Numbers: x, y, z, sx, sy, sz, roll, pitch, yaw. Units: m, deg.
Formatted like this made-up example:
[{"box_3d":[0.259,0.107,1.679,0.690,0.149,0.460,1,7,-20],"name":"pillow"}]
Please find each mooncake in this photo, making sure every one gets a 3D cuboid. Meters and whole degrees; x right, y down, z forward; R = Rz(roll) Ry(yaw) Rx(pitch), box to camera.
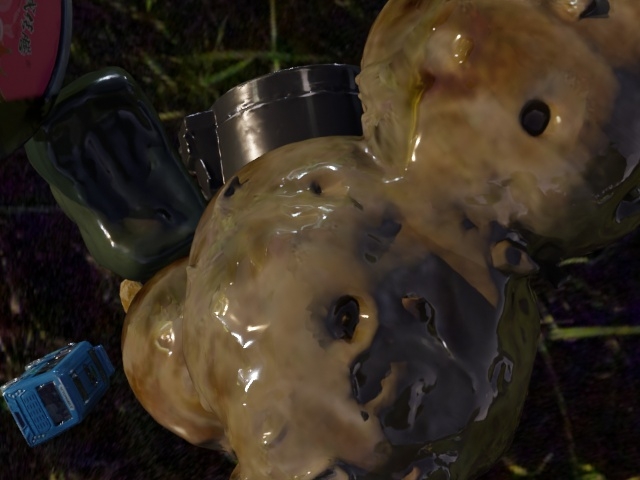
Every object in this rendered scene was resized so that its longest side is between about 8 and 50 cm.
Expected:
[{"box_3d":[-0.156,-0.049,0.845,0.104,0.168,0.175,-32,67,-20],"name":"mooncake"}]

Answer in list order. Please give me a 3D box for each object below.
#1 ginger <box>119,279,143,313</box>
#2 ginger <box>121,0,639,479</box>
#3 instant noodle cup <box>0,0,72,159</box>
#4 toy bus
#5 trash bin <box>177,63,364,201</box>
[{"box_3d":[-0.238,0.104,1.776,0.086,0.294,0.131,-9,106,-50],"name":"ginger"},{"box_3d":[0.048,-0.019,0.520,0.176,0.256,0.375,37,100,-21],"name":"ginger"},{"box_3d":[-0.313,-0.171,0.711,0.181,0.258,0.302,-3,49,23],"name":"instant noodle cup"},{"box_3d":[-0.449,0.257,1.845,0.134,0.246,0.113,-25,96,5],"name":"toy bus"},{"box_3d":[0.000,0.000,1.088,0.252,0.203,0.302,-6,74,-18],"name":"trash bin"}]
